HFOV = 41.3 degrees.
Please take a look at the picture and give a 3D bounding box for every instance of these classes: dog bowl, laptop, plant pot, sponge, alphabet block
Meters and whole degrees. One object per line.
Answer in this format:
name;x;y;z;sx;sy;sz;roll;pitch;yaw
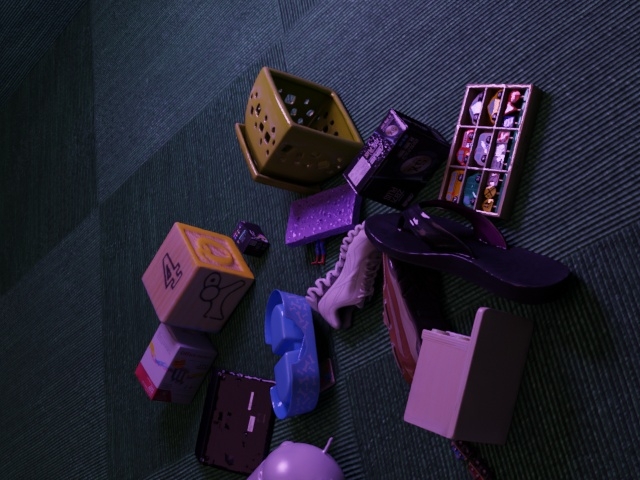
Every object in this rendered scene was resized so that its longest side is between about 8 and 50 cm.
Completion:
dog bowl;-0.064;0.255;1.920;0.166;0.074;0.297;124;144;-56
laptop;-0.211;0.444;2.104;0.265;0.136;0.234;7;82;24
plant pot;-0.067;-0.246;2.028;0.207;0.227;0.228;-51;45;32
sponge;0.008;-0.060;1.989;0.210;0.031;0.117;-16;54;39
alphabet block;-0.321;0.100;2.215;0.197;0.192;0.193;-55;45;19

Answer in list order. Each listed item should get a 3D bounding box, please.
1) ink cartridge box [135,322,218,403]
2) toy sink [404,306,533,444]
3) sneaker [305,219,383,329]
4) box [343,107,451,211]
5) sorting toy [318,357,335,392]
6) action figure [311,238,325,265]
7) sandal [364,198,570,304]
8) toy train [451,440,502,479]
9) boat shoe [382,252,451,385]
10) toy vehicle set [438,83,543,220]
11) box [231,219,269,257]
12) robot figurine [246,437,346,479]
ink cartridge box;-0.382;0.322;2.250;0.127;0.128;0.176;44;111;46
toy sink;0.265;0.233;1.532;0.131;0.153;0.234;11;86;50
sneaker;0.085;0.071;1.841;0.118;0.110;0.292;55;126;35
box;0.162;-0.166;1.791;0.180;0.147;0.077;-52;44;21
sorting toy;-0.002;0.310;1.914;0.083;0.012;0.062;-39;51;33
action figure;0.000;0.000;2.011;0.038;0.030;0.115;-9;68;50
sandal;0.269;-0.007;1.597;0.446;0.168;0.107;21;123;42
toy train;0.288;0.416;1.539;0.158;0.027;0.036;50;125;44
boat shoe;0.171;0.138;1.698;0.120;0.123;0.323;-45;44;44
toy vehicle set;0.333;-0.179;1.687;0.166;0.035;0.266;11;85;49
box;-0.181;-0.004;2.189;0.052;0.062;0.083;-56;43;21
robot figurine;-0.077;0.562;1.764;0.353;0.200;0.300;-51;30;23
